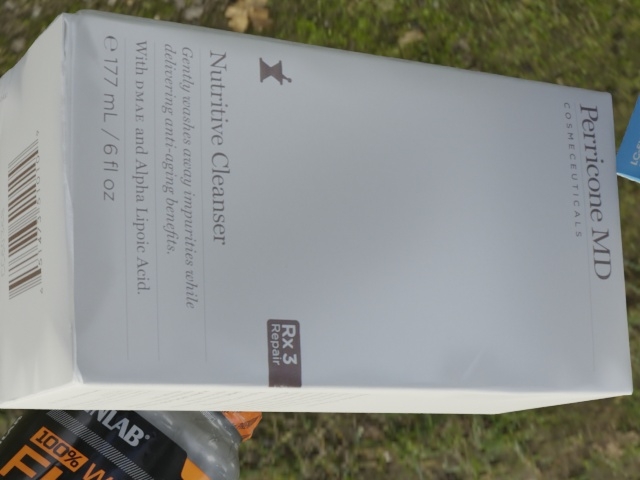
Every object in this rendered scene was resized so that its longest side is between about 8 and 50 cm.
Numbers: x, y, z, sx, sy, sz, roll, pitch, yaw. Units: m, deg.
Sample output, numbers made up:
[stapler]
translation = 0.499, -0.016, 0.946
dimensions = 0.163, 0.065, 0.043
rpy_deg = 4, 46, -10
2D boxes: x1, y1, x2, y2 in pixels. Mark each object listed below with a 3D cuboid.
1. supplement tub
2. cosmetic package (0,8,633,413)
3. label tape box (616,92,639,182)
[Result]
[supplement tub]
translation = -0.203, 0.232, 1.217
dimensions = 0.193, 0.193, 0.316
rpy_deg = 42, 73, -17
[cosmetic package]
translation = 0.000, 0.000, 0.886
dimensions = 0.385, 0.156, 0.217
rpy_deg = 2, 78, -28
[label tape box]
translation = 0.327, -0.110, 0.893
dimensions = 0.106, 0.334, 0.240
rpy_deg = 10, 103, -45
